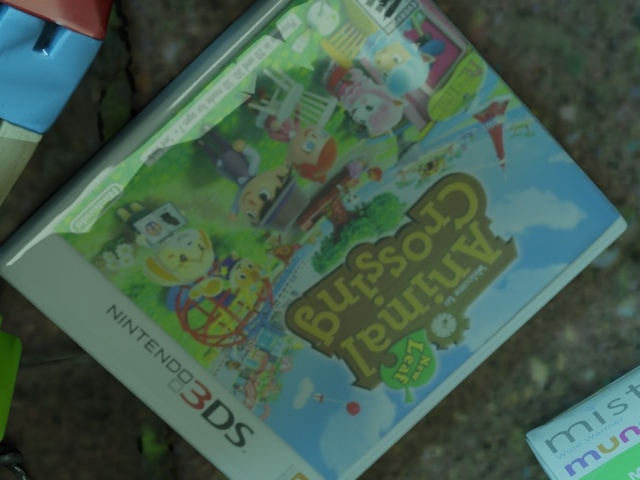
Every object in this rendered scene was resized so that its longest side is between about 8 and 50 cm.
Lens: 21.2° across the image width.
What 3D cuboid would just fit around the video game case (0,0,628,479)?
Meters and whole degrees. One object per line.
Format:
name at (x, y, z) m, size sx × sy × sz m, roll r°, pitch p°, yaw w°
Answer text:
video game case at (0.000, 0.000, 0.750) m, size 0.212 × 0.023 × 0.193 m, roll -43°, pitch 113°, yaw 4°

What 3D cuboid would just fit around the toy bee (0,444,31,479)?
toy bee at (-0.042, 0.216, 0.744) m, size 0.298 × 0.162 × 0.195 m, roll 6°, pitch 110°, yaw -15°

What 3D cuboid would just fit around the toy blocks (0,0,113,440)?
toy blocks at (-0.238, -0.050, 0.523) m, size 0.381 × 0.191 × 0.261 m, roll 21°, pitch 140°, yaw -19°

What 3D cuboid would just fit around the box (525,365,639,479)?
box at (0.269, 0.132, 0.807) m, size 0.262 × 0.127 × 0.231 m, roll -30°, pitch 115°, yaw 0°
